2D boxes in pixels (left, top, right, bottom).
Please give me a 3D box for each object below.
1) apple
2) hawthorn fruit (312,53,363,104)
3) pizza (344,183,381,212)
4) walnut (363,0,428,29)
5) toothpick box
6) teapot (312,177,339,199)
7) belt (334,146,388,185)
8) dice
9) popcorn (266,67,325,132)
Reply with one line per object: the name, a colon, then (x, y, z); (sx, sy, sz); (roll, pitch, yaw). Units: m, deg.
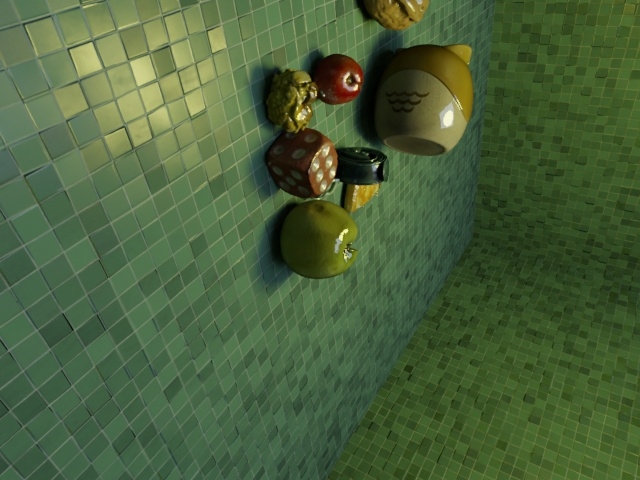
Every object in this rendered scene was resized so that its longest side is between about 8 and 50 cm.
apple: (0.000, 0.000, 1.751); (0.292, 0.254, 0.291); (-29, 128, -46)
hawthorn fruit: (0.064, -0.548, 1.668); (0.173, 0.173, 0.172); (-35, 133, -49)
pizza: (0.191, -0.235, 2.155); (0.288, 0.075, 0.279); (9, 101, -63)
walnut: (0.277, -0.908, 1.802); (0.224, 0.257, 0.257); (-43, 162, 25)
toothpick box: (0.437, -0.597, 2.050); (0.409, 0.409, 0.425); (15, 86, -61)
teapot: (0.003, -0.193, 1.808); (0.090, 0.124, 0.092); (111, -12, -45)
belt: (0.153, -0.281, 1.863); (0.207, 0.267, 0.116); (-17, 121, -29)
dice: (-0.054, -0.257, 1.604); (0.174, 0.179, 0.175); (-57, 145, -27)
popcorn: (-0.093, -0.435, 1.492); (0.140, 0.163, 0.194); (-26, 161, -30)
